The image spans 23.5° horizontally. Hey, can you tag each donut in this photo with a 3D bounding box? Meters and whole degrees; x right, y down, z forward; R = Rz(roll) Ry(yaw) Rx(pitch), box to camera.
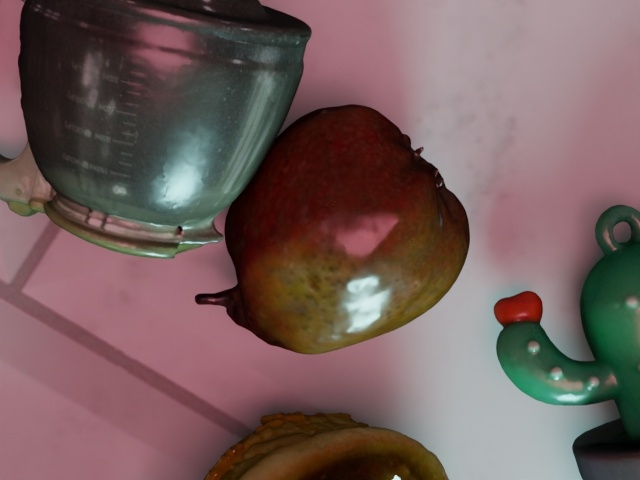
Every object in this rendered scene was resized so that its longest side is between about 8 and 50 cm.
[{"bbox_3d":[-0.018,0.319,1.426,0.330,0.160,0.330,-8,103,-36],"label":"donut"}]

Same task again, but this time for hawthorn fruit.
[{"bbox_3d":[0.000,0.000,1.372,0.248,0.208,0.208,-34,104,11],"label":"hawthorn fruit"}]

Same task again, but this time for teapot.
[{"bbox_3d":[-0.187,-0.115,1.298,0.321,0.239,0.239,12,102,-10],"label":"teapot"}]

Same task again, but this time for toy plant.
[{"bbox_3d":[0.316,0.164,1.450,0.279,0.185,0.400,-7,95,16],"label":"toy plant"}]
